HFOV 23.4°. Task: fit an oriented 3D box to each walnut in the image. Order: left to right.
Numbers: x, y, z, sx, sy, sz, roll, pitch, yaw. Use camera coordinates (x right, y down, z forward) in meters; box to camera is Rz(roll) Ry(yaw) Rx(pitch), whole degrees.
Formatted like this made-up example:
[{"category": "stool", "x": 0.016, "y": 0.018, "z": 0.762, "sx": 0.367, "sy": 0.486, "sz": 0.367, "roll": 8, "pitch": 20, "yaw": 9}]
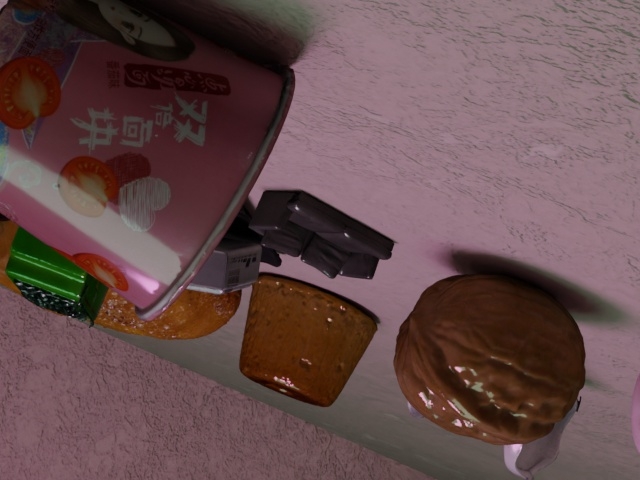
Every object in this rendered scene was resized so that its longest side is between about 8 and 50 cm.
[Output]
[{"category": "walnut", "x": 0.183, "y": 0.127, "z": 1.703, "sx": 0.213, "sy": 0.213, "sz": 0.213, "roll": 20, "pitch": 168, "yaw": 4}]

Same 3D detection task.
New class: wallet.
[{"category": "wallet", "x": -0.136, "y": -0.025, "z": 1.925, "sx": 0.146, "sy": 0.030, "sz": 0.285, "roll": 20, "pitch": 168, "yaw": 13}]

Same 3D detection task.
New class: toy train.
[{"category": "toy train", "x": -0.307, "y": -0.004, "z": 1.925, "sx": 0.132, "sy": 0.188, "sz": 0.243, "roll": 20, "pitch": 167, "yaw": 1}]

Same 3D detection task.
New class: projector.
[{"category": "projector", "x": -0.161, "y": 0.025, "z": 1.875, "sx": 0.147, "sy": 0.061, "sz": 0.115, "roll": 10, "pitch": -174, "yaw": 19}]

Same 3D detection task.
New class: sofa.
[{"category": "sofa", "x": 0.000, "y": 0.000, "z": 1.733, "sx": 0.147, "sy": 0.060, "sz": 0.085, "roll": 29, "pitch": 165, "yaw": -33}]

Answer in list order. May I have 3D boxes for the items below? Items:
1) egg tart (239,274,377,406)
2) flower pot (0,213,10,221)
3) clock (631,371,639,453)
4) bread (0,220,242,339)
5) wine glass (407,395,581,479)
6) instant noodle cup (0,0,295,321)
[{"category": "egg tart", "x": -0.032, "y": 0.150, "z": 2.250, "sx": 0.203, "sy": 0.147, "sz": 0.202, "roll": 22, "pitch": 170, "yaw": 4}, {"category": "flower pot", "x": -0.424, "y": -0.088, "z": 1.994, "sx": 0.111, "sy": 0.111, "sz": 0.089, "roll": 31, "pitch": 180, "yaw": -39}, {"category": "clock", "x": 0.457, "y": 0.178, "z": 1.305, "sx": 0.368, "sy": 0.250, "sz": 0.376, "roll": 14, "pitch": 160, "yaw": 25}, {"category": "bread", "x": -0.312, "y": 0.050, "z": 2.269, "sx": 0.328, "sy": 0.148, "sz": 0.337, "roll": 10, "pitch": 164, "yaw": 42}, {"category": "wine glass", "x": 0.231, "y": 0.218, "z": 2.094, "sx": 0.197, "sy": 0.164, "sz": 0.165, "roll": 18, "pitch": 169, "yaw": 30}, {"category": "instant noodle cup", "x": -0.177, "y": -0.093, "z": 1.243, "sx": 0.231, "sy": 0.243, "sz": 0.243, "roll": 31, "pitch": 166, "yaw": -15}]
